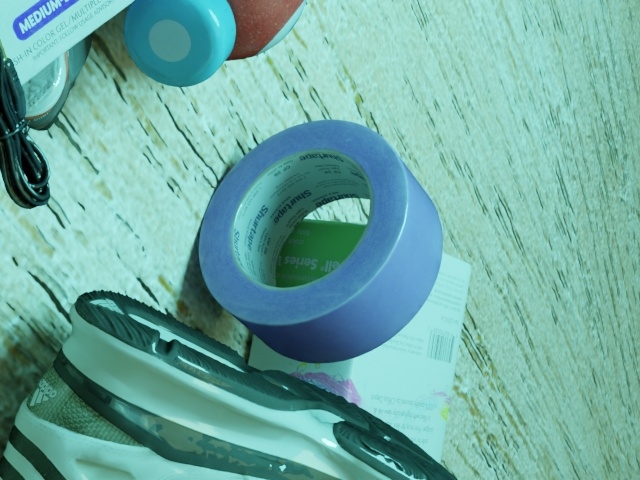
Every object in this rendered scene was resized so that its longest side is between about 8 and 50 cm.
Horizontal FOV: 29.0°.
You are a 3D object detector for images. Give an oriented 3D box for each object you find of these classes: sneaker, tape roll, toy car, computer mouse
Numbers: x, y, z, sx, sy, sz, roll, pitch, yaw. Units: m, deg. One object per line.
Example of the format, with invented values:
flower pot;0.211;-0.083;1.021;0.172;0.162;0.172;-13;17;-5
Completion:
sneaker;-0.181;-0.147;0.843;0.065;0.061;0.158;89;18;-71
sneaker;-0.054;0.237;0.939;0.447;0.169;0.257;31;92;-28
tape roll;0.000;0.000;1.019;0.080;0.189;0.189;47;57;-52
toy car;-0.007;-0.236;0.868;0.219;0.238;0.210;-65;148;-58
computer mouse;-0.237;-0.036;0.634;0.193;0.042;0.106;-23;126;-22

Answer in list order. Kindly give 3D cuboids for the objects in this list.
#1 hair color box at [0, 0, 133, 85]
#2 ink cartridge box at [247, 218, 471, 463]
hair color box;-0.230;-0.243;0.650;0.185;0.110;0.339;-45;132;-27
ink cartridge box;0.023;0.172;1.153;0.207;0.119;0.353;20;77;-56
